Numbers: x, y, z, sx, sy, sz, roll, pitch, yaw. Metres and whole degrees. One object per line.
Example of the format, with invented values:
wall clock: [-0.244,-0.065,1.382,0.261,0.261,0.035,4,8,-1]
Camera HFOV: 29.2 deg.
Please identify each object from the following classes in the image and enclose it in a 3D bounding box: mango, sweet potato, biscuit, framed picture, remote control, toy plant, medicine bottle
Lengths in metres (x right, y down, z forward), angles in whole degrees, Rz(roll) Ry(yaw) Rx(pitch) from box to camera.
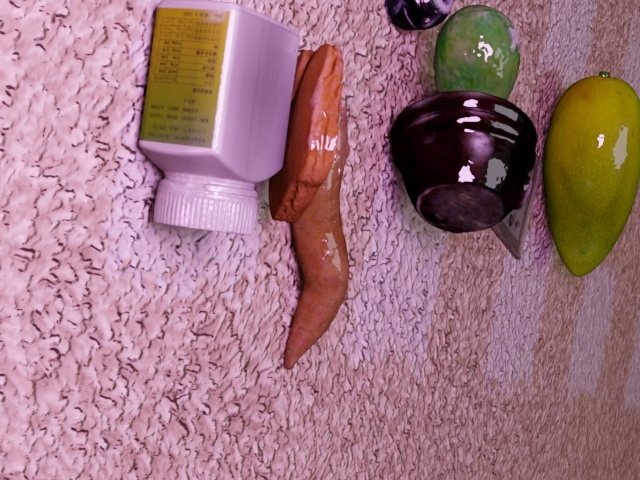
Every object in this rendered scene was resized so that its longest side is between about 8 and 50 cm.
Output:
mango: [0.441,-0.100,2.005,0.192,0.156,0.343,-57,149,-62]
sweet potato: [0.000,0.000,1.296,0.067,0.059,0.281,-17,111,-51]
biscuit: [-0.015,-0.118,1.153,0.192,0.036,0.186,127,-27,-66]
framed picture: [0.293,-0.087,1.886,0.231,0.010,0.173,39,63,-59]
remote control: [0.149,-0.368,1.475,0.090,0.066,0.265,54,51,-55]
toy plant: [0.173,-0.142,1.471,0.218,0.175,0.235,105,-10,-61]
medicine bottle: [-0.089,-0.103,1.065,0.132,0.088,0.188,7,91,-66]
